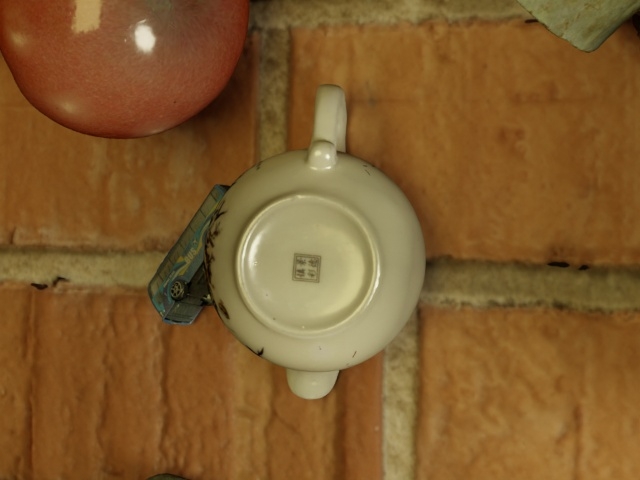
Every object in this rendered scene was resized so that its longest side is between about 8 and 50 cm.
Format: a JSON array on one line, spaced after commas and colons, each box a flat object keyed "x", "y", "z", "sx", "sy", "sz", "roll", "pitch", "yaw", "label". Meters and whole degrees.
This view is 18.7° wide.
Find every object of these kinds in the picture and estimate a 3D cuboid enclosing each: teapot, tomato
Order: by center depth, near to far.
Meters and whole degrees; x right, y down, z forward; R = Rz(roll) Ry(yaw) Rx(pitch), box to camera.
[{"x": 0.000, "y": 0.000, "z": 1.851, "sx": 0.208, "sy": 0.166, "sz": 0.300, "roll": 7, "pitch": 84, "yaw": 16, "label": "teapot"}, {"x": -0.193, "y": -0.227, "z": 1.908, "sx": 0.224, "sy": 0.256, "sz": 0.256, "roll": -2, "pitch": 89, "yaw": 49, "label": "tomato"}]

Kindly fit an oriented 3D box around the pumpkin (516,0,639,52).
[{"x": 0.200, "y": -0.345, "z": 1.615, "sx": 0.199, "sy": 0.332, "sz": 0.332, "roll": -39, "pitch": 69, "yaw": 20, "label": "pumpkin"}]

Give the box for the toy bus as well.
[{"x": -0.118, "y": 0.015, "z": 1.976, "sx": 0.153, "sy": 0.051, "sz": 0.061, "roll": -54, "pitch": 51, "yaw": 22, "label": "toy bus"}]

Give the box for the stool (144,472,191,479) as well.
[{"x": -0.146, "y": 0.414, "z": 1.891, "sx": 0.310, "sy": 0.226, "sz": 0.310, "roll": 17, "pitch": 100, "yaw": 31, "label": "stool"}]

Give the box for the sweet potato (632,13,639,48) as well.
[{"x": 0.317, "y": -0.104, "z": 1.676, "sx": 0.068, "sy": 0.068, "sz": 0.226, "roll": -37, "pitch": 70, "yaw": 28, "label": "sweet potato"}]
